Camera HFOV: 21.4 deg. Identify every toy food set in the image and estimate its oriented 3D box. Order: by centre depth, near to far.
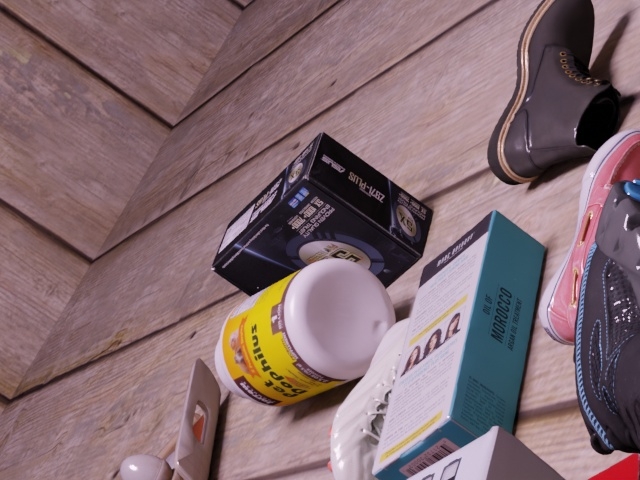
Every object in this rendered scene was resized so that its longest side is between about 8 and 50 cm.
[{"bbox_3d":[-0.226,0.296,1.909,0.306,0.092,0.219,-48,17,22],"label":"toy food set"}]

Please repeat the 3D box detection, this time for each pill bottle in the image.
[{"bbox_3d":[-0.024,0.097,1.669,0.215,0.117,0.117,-30,29,58],"label":"pill bottle"}]

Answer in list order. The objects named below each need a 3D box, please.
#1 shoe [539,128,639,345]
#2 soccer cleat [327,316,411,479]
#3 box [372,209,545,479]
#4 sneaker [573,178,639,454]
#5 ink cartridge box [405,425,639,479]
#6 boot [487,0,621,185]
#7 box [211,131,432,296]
[{"bbox_3d":[0.224,-0.005,1.242,0.178,0.063,0.081,-65,18,-15],"label":"shoe"},{"bbox_3d":[0.062,0.134,1.432,0.076,0.068,0.196,-35,22,45],"label":"soccer cleat"},{"bbox_3d":[0.114,0.092,1.362,0.100,0.060,0.244,-42,20,39],"label":"box"},{"bbox_3d":[0.223,0.088,0.991,0.341,0.125,0.139,-87,14,-67],"label":"sneaker"},{"bbox_3d":[0.041,0.257,1.068,0.309,0.130,0.272,-37,22,39],"label":"ink cartridge box"},{"bbox_3d":[0.234,-0.146,1.513,0.137,0.077,0.198,-13,57,62],"label":"boot"},{"bbox_3d":[0.000,0.000,1.748,0.180,0.147,0.077,-42,20,38],"label":"box"}]
